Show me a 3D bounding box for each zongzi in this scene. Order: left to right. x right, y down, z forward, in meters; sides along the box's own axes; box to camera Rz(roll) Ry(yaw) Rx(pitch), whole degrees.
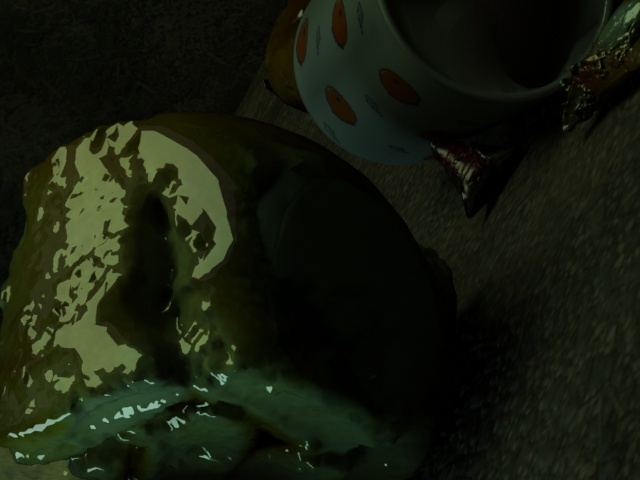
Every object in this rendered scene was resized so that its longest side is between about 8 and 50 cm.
[{"bbox_3d":[0.146,-0.066,1.492,0.073,0.067,0.083,-44,35,22],"label":"zongzi"}]

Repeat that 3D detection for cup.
[{"bbox_3d":[0.099,-0.190,1.549,0.212,0.212,0.317,-64,11,-16],"label":"cup"}]

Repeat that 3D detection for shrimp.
[{"bbox_3d":[0.231,-0.150,1.291,0.184,0.043,0.091,-51,18,39],"label":"shrimp"}]

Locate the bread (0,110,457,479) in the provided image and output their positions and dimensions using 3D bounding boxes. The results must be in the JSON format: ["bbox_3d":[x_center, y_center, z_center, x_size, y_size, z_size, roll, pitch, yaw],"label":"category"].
[{"bbox_3d":[-0.028,0.076,1.306,0.264,0.395,0.239,-21,55,37],"label":"bread"}]

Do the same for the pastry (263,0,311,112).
[{"bbox_3d":[0.055,-0.309,2.197,0.356,0.164,0.356,-55,12,17],"label":"pastry"}]

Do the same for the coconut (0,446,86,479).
[{"bbox_3d":[-0.208,0.260,1.698,0.297,0.254,0.297,19,-90,-78],"label":"coconut"}]
